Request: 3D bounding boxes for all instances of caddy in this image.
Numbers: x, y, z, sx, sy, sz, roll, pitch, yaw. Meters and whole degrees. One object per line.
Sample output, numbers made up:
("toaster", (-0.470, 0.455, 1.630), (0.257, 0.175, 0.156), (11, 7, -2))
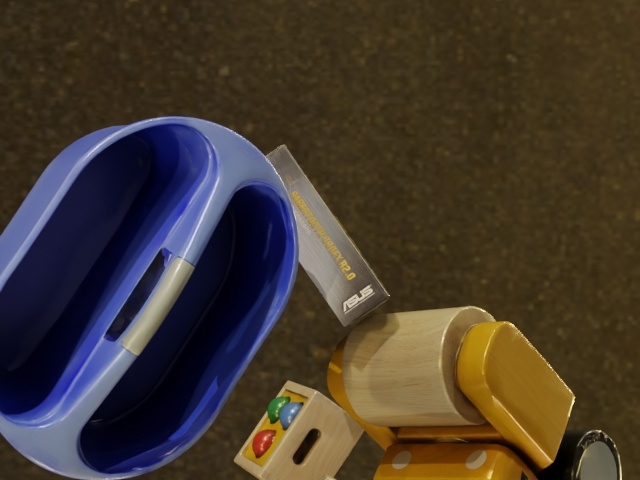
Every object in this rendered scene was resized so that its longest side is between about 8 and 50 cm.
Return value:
("caddy", (-0.170, 0.048, 1.295), (0.241, 0.179, 0.341), (35, 82, -24))

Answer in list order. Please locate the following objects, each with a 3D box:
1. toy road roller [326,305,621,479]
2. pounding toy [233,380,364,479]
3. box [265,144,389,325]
("toy road roller", (0.140, 0.244, 1.442), (0.329, 0.202, 0.241), (50, 51, -30))
("pounding toy", (-0.035, 0.276, 1.760), (0.094, 0.206, 0.181), (37, 80, -15))
("box", (0.000, 0.000, 1.488), (0.056, 0.231, 0.183), (-34, 86, 1))
